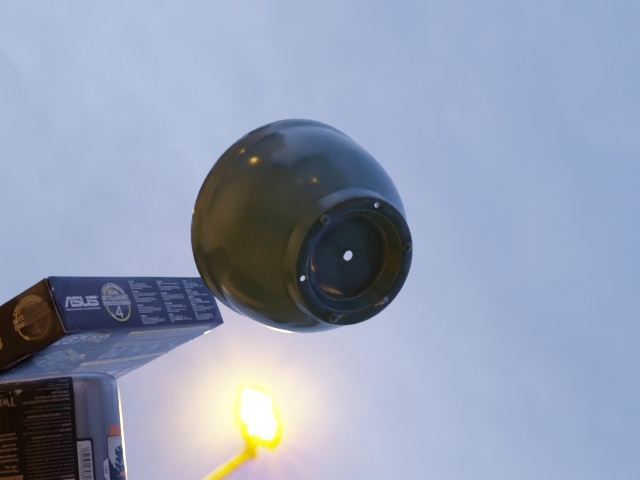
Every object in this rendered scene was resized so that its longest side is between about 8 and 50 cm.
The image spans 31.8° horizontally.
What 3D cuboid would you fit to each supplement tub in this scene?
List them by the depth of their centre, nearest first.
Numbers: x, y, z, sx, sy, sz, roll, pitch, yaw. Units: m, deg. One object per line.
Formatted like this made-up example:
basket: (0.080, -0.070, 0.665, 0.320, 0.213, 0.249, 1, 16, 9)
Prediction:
supplement tub: (-0.354, 0.341, 1.498, 0.193, 0.193, 0.316, -15, -103, 46)

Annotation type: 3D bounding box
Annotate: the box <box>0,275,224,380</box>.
box: (-0.382, 0.160, 1.709, 0.318, 0.395, 0.097, -27, -104, 25)

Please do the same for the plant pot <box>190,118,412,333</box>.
plant pot: (0.000, 0.000, 1.485, 0.196, 0.293, 0.293, 30, -45, 57)
